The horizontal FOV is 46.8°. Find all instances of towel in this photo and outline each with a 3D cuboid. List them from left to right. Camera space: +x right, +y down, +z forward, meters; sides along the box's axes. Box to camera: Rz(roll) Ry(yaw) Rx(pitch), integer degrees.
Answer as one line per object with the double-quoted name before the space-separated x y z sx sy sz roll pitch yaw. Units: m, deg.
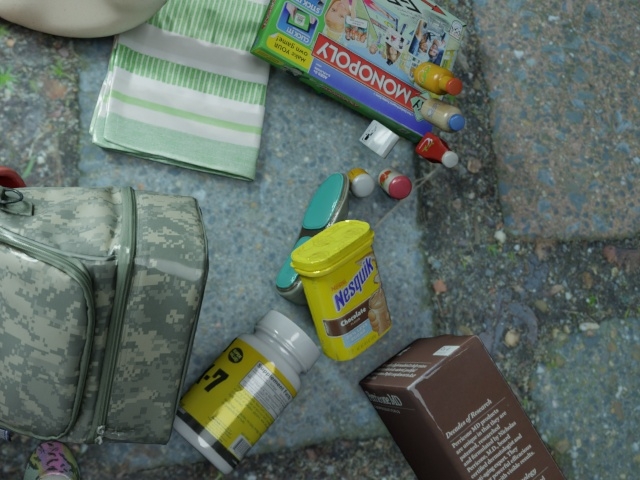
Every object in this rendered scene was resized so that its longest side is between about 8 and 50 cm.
"towel" -0.194 -0.270 1.114 0.247 0.038 0.325 11 78 -16

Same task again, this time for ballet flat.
"ballet flat" -0.345 0.372 0.942 0.077 0.079 0.222 5 80 -16
"ballet flat" 0.000 0.000 1.126 0.068 0.072 0.213 38 71 -37

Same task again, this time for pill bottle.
"pill bottle" -0.103 0.205 1.024 0.119 0.119 0.208 45 71 -6

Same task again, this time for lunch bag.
"lunch bag" -0.287 0.090 0.888 0.256 0.212 0.305 9 117 -17

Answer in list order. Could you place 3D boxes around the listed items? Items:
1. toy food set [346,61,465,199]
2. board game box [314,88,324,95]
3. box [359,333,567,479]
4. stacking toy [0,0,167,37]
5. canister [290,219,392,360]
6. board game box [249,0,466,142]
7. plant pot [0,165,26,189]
"toy food set" 0.142 -0.145 1.123 0.111 0.104 0.232 33 99 -27
"board game box" 0.028 -0.348 1.180 0.201 0.035 0.136 -48 110 -19
"box" 0.234 0.330 1.072 0.143 0.191 0.381 -31 91 -19
"stacking toy" -0.330 -0.557 1.025 0.350 0.350 0.480 15 58 -15
"canister" 0.036 0.073 1.073 0.126 0.073 0.170 -34 120 -33
"board game box" 0.069 -0.316 1.156 0.317 0.046 0.213 23 79 -26
"plant pot" -0.517 0.007 0.861 0.243 0.275 0.275 19 76 0
